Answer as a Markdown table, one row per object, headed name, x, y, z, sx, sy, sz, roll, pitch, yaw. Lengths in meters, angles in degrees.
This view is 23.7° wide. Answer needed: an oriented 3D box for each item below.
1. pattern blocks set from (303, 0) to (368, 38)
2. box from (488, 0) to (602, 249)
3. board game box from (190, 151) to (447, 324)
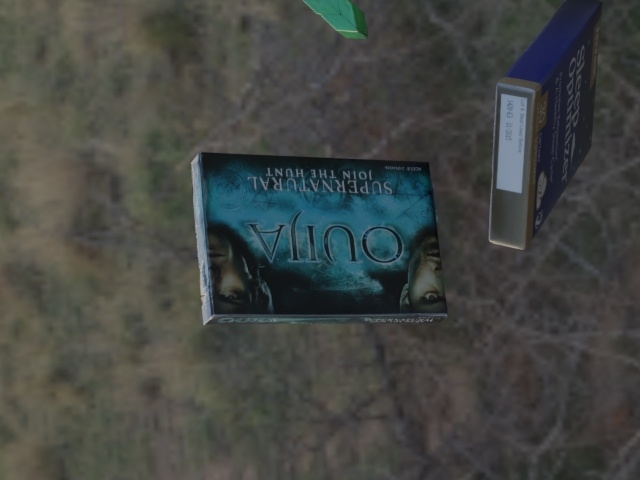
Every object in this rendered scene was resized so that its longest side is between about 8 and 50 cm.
| name | x | y | z | sx | sy | sz | roll | pitch | yaw |
| --- | --- | --- | --- | --- | --- | --- | --- | --- | --- |
| pattern blocks set | 0.070 | -0.316 | 1.177 | 0.285 | 0.026 | 0.325 | 34 | 96 | 33 |
| box | 0.188 | -0.106 | 1.225 | 0.225 | 0.036 | 0.136 | -51 | -34 | -52 |
| board game box | 0.000 | 0.000 | 1.128 | 0.026 | 0.186 | 0.126 | 138 | 129 | -62 |
